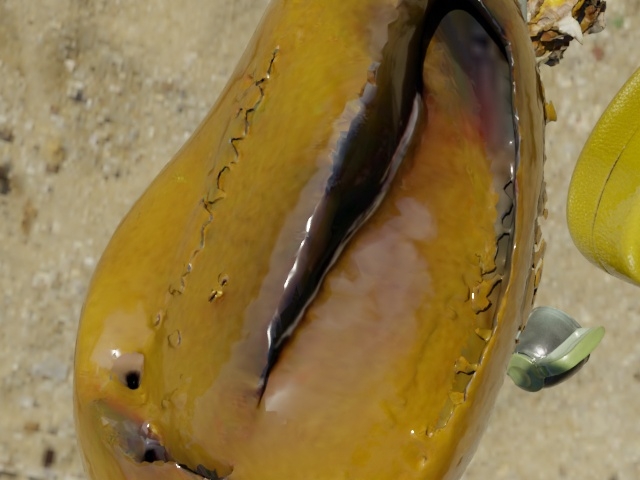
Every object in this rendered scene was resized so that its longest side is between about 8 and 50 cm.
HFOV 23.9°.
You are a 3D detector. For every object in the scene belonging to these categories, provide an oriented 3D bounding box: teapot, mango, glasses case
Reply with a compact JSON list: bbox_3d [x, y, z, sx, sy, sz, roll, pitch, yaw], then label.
[{"bbox_3d":[0.267,0.130,1.797,0.092,0.091,0.124,39,146,13],"label":"teapot"},{"bbox_3d":[0.000,0.000,0.532,0.156,0.249,0.151,10,172,18],"label":"mango"},{"bbox_3d":[0.422,-0.125,1.736,0.371,0.141,0.173,-50,133,-8],"label":"glasses case"}]

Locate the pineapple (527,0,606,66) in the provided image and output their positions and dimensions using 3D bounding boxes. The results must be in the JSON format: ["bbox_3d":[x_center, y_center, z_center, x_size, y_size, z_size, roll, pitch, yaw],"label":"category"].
[{"bbox_3d":[0.187,-0.338,1.684,0.352,0.300,0.352,0,106,-2],"label":"pineapple"}]

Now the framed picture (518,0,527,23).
[{"bbox_3d":[0.098,-0.145,1.253,0.149,0.011,0.109,-2,106,4],"label":"framed picture"}]
